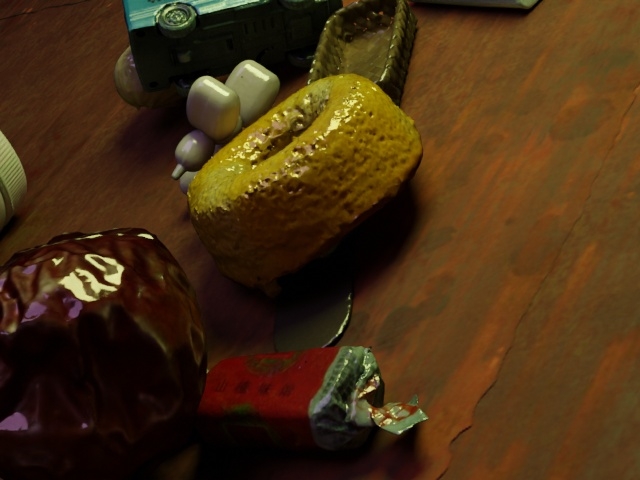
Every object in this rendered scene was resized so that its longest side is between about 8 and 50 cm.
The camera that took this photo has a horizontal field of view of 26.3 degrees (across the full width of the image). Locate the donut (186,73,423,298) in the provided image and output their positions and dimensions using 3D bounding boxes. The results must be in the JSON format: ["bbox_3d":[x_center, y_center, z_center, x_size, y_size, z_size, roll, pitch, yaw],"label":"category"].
[{"bbox_3d":[-0.018,-0.058,1.299,0.253,0.118,0.253,-35,16,12],"label":"donut"}]

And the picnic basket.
[{"bbox_3d":[0.048,-0.193,1.475,0.110,0.055,0.193,-17,35,26],"label":"picnic basket"}]

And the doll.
[{"bbox_3d":[-0.104,-0.107,1.434,0.160,0.059,0.161,-63,-13,25],"label":"doll"}]

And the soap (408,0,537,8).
[{"bbox_3d":[0.180,-0.314,1.503,0.119,0.066,0.198,-45,32,-19],"label":"soap"}]

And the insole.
[{"bbox_3d":[0.000,0.000,1.305,0.111,0.007,0.327,-23,33,22],"label":"insole"}]

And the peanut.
[{"bbox_3d":[-0.170,-0.235,1.698,0.214,0.098,0.090,-51,8,-33],"label":"peanut"}]

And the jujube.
[{"bbox_3d":[-0.193,0.088,1.138,0.216,0.216,0.342,-34,12,2],"label":"jujube"}]

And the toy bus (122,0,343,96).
[{"bbox_3d":[-0.103,-0.264,1.580,0.246,0.113,0.134,-15,54,-5],"label":"toy bus"}]

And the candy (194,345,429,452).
[{"bbox_3d":[-0.029,0.129,1.107,0.292,0.059,0.086,-5,43,41],"label":"candy"}]

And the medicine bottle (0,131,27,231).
[{"bbox_3d":[-0.516,-0.042,1.618,0.252,0.252,0.241,-1,45,43],"label":"medicine bottle"}]
